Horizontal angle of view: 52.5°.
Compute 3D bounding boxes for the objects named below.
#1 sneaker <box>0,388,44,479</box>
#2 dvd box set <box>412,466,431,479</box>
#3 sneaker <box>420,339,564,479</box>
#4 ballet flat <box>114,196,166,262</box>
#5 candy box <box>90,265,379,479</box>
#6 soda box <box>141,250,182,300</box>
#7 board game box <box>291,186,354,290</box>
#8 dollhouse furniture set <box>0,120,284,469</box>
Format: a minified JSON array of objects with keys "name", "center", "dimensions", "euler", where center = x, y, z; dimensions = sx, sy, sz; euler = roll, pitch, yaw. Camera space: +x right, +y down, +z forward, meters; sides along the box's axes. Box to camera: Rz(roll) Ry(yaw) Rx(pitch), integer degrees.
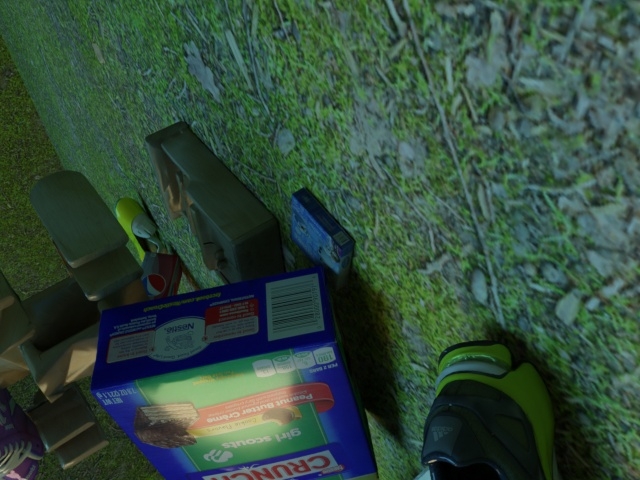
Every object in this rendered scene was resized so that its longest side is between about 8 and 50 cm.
[{"name":"sneaker","center":[-0.412,0.267,0.823],"dimensions":[0.161,0.102,0.282],"euler":[59,171,-20]},{"name":"dvd box set","center":[0.184,0.466,0.663],"dimensions":[0.420,0.062,0.307],"euler":[48,121,25]},{"name":"sneaker","center":[0.151,0.235,0.522],"dimensions":[0.111,0.121,0.300],"euler":[-16,106,41]},{"name":"ballet flat","center":[-0.436,-0.015,1.622],"dimensions":[0.077,0.077,0.231],"euler":[20,144,27]},{"name":"candy box","center":[-0.086,0.198,0.800],"dimensions":[0.317,0.268,0.122],"euler":[73,-173,-45]},{"name":"soda box","center":[-0.395,0.161,1.520],"dimensions":[0.092,0.083,0.263],"euler":[98,179,-59]},{"name":"board game box","center":[0.000,0.000,0.727],"dimensions":[0.090,0.020,0.090],"euler":[49,158,25]},{"name":"dollhouse furniture set","center":[-0.285,0.040,0.894],"dimensions":[0.256,0.394,0.362],"euler":[45,155,33]}]
